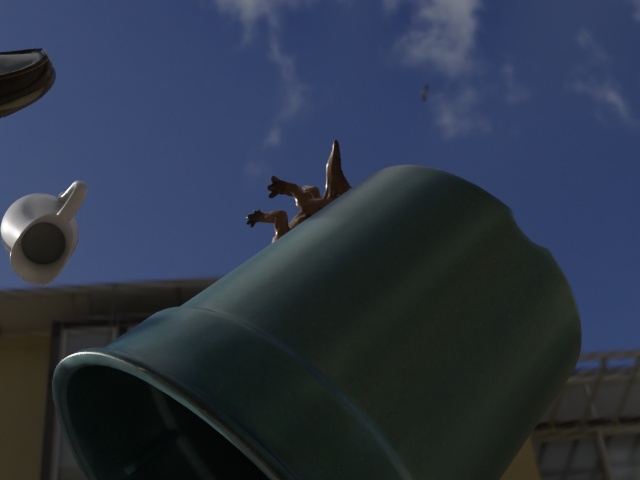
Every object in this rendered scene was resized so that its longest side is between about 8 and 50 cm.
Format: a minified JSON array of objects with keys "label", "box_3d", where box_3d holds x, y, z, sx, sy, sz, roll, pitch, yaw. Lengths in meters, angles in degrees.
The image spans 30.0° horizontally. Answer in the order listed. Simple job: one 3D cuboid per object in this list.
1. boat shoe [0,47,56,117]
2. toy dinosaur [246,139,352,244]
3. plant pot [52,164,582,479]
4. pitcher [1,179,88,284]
[{"label":"boat shoe","box_3d":[-0.519,-0.212,1.534,0.355,0.132,0.130,-15,-61,-21]},{"label":"toy dinosaur","box_3d":[0.000,0.000,1.846,0.200,0.295,0.127,23,-18,28]},{"label":"plant pot","box_3d":[0.023,0.129,0.981,0.334,0.341,0.341,-40,-32,-31]},{"label":"pitcher","box_3d":[-0.437,-0.029,1.936,0.125,0.207,0.178,36,-91,-19]}]
